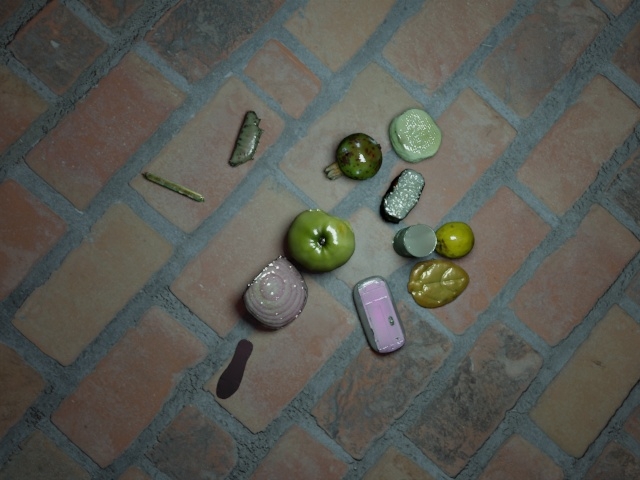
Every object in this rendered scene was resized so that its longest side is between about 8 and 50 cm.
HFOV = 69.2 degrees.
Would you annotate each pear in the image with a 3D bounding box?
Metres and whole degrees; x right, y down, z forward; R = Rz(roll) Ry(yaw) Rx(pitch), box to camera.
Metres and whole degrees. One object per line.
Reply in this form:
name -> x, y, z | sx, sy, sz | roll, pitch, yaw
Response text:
pear -> 0.537, -0.002, 1.864 | 0.162, 0.149, 0.149 | -14, 89, -9

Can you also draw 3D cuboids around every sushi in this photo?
sushi -> 0.325, -0.175, 1.865 | 0.124, 0.127, 0.225 | 30, 78, -2

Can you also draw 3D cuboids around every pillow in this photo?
pillow -> -0.286, -0.401, 1.869 | 0.093, 0.051, 0.241 | 19, 85, 2

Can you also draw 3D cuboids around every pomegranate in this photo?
pomegranate -> 0.129, -0.316, 1.833 | 0.247, 0.202, 0.202 | -29, 90, 22

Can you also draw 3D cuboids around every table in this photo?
table -> 0.363, 0.005, 1.814 | 0.126, 0.220, 0.127 | 0, 89, -2

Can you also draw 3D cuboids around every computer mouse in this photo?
computer mouse -> 0.237, 0.296, 1.867 | 0.158, 0.072, 0.311 | -19, 89, -6

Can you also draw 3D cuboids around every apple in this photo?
apple -> 0.000, 0.000, 1.783 | 0.278, 0.279, 0.279 | 0, 88, -4

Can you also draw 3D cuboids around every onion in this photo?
onion -> -0.181, 0.209, 1.832 | 0.250, 0.111, 0.247 | -45, 114, -15

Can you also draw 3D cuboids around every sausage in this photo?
sausage -> -0.581, -0.215, 1.850 | 0.269, 0.033, 0.033 | 24, 86, -3

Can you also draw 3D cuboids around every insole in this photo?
insole -> -0.339, 0.515, 1.852 | 0.086, 0.005, 0.253 | 26, 87, -4

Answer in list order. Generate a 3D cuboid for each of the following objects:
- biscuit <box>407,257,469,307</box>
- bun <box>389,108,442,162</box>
biscuit -> 0.485, 0.171, 1.905 | 0.259, 0.041, 0.203 | -8, 88, -3
bun -> 0.382, -0.419, 1.891 | 0.221, 0.108, 0.221 | 1, 82, -10
